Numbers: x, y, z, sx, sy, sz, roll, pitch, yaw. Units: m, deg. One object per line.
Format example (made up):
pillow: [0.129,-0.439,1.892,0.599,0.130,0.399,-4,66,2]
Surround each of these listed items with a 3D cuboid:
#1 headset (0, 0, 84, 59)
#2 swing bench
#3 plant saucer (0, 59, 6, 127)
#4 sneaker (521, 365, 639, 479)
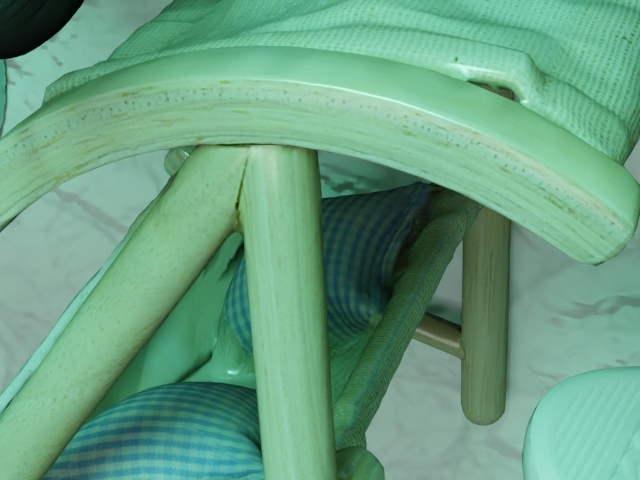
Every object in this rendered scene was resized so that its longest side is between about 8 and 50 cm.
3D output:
headset: [-0.157,-0.088,0.409,0.185,0.394,0.243,41,83,-24]
swing bench: [0.000,0.000,0.484,0.165,0.253,0.254,22,122,8]
plant saucer: [-0.229,-0.081,0.653,0.195,0.037,0.195,8,120,15]
sneaker: [0.159,0.138,0.561,0.256,0.094,0.151,24,145,-14]
